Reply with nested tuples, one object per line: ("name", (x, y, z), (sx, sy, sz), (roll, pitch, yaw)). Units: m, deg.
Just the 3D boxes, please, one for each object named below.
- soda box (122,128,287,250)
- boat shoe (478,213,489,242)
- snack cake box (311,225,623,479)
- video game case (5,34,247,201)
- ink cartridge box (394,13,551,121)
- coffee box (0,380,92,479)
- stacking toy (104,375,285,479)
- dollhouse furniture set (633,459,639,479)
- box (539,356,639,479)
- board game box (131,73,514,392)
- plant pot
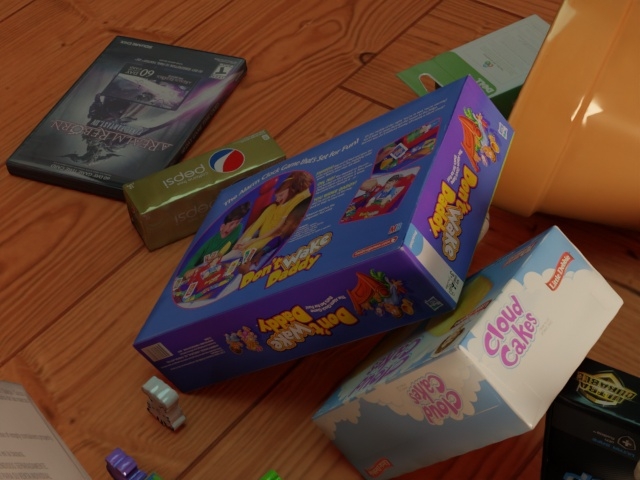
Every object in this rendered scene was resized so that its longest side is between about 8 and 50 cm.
("soda box", (-0.127, -0.058, 1.362), (0.181, 0.061, 0.058), (-24, 47, -16))
("boat shoe", (0.082, 0.037, 1.240), (0.226, 0.083, 0.076), (-26, 57, -3))
("snack cake box", (0.117, 0.106, 1.026), (0.089, 0.264, 0.152), (48, 57, -3))
("video game case", (-0.237, -0.158, 1.505), (0.196, 0.026, 0.274), (13, 47, 20))
("ink cartridge box", (0.208, -0.191, 1.456), (0.209, 0.062, 0.109), (-24, 47, -17))
("coffee box", (-0.272, 0.303, 0.683), (0.334, 0.337, 0.338), (-42, 73, 3))
("stacking toy", (-0.142, 0.237, 1.077), (0.221, 0.052, 0.167), (32, 58, 31))
("dollhouse furniture set", (0.187, 0.250, 0.821), (0.161, 0.212, 0.242), (22, 23, 15))
("box", (0.287, 0.200, 0.966), (0.220, 0.175, 0.051), (21, 48, 25))
("board game box", (0.000, 0.000, 1.143), (0.347, 0.078, 0.233), (-21, 32, 40))
("plant pot", (0.313, -0.132, 1.252), (0.203, 0.291, 0.291), (26, 51, 8))
